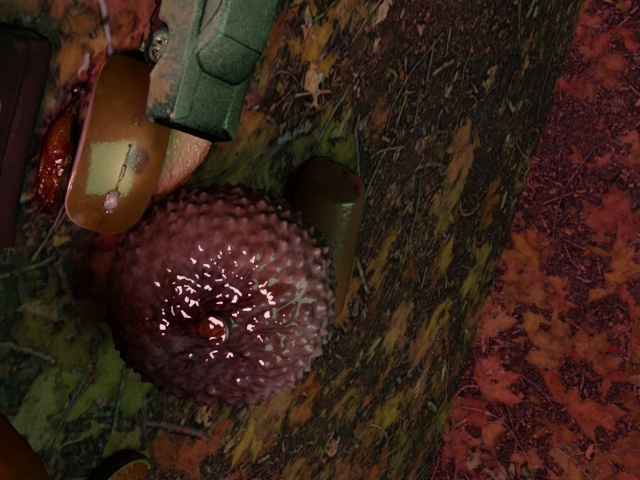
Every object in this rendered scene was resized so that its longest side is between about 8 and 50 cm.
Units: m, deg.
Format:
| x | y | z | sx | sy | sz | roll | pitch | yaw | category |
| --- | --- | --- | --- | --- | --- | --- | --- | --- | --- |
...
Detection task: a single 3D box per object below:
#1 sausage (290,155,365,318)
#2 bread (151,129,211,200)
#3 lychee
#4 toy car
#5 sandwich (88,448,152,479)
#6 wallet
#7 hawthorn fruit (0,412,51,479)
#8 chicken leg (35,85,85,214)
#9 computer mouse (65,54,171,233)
| x | y | z | sx | sy | sz | roll | pitch | yaw | category |
| --- | --- | --- | --- | --- | --- | --- | --- | --- | --- |
| 0.000 | 0.000 | 1.487 | 0.123 | 0.123 | 0.253 | -26 | 133 | -52 | sausage |
| -0.196 | -0.125 | 1.112 | 0.129 | 0.044 | 0.126 | -42 | 136 | -29 | bread |
| -0.115 | 0.066 | 1.135 | 0.300 | 0.300 | 0.300 | -42 | 145 | -39 | lychee |
| -0.110 | -0.277 | 1.038 | 0.141 | 0.097 | 0.321 | 12 | 90 | -62 | toy car |
| -0.297 | 0.343 | 1.330 | 0.135 | 0.029 | 0.067 | -24 | 137 | -55 | sandwich |
| -0.343 | -0.098 | 0.863 | 0.182 | 0.049 | 0.229 | -2 | 112 | -58 | wallet |
| -0.401 | 0.341 | 0.707 | 0.472 | 0.472 | 0.472 | -42 | 145 | -39 | hawthorn fruit |
| -0.281 | -0.095 | 0.990 | 0.062 | 0.037 | 0.145 | -57 | 163 | -70 | chicken leg |
| -0.224 | -0.106 | 1.019 | 0.102 | 0.045 | 0.199 | 18 | 85 | -41 | computer mouse |
